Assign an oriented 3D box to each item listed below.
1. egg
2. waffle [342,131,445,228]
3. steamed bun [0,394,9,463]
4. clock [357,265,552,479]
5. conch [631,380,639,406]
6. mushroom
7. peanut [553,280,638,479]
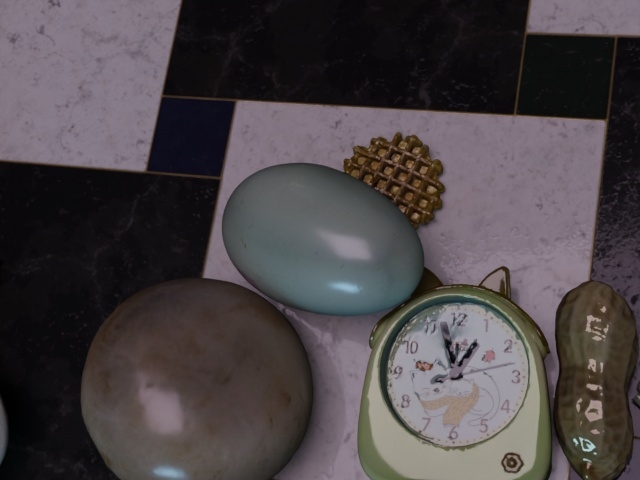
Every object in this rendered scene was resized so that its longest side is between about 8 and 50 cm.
[{"bbox_3d":[0.000,0.000,1.633,0.371,0.230,0.230,19,81,40],"label":"egg"},{"bbox_3d":[0.118,-0.094,1.744,0.191,0.038,0.191,-5,73,16],"label":"waffle"},{"bbox_3d":[-0.614,0.309,1.761,0.164,0.146,0.241,-15,89,-21],"label":"steamed bun"},{"bbox_3d":[0.211,0.211,1.591,0.286,0.117,0.348,0,74,17],"label":"clock"},{"bbox_3d":[0.548,0.209,1.485,0.200,0.131,0.172,3,77,16],"label":"conch"},{"bbox_3d":[-0.194,0.241,1.643,0.362,0.294,0.362,5,59,-9],"label":"mushroom"},{"bbox_3d":[0.405,0.210,1.530,0.120,0.136,0.298,-7,76,50],"label":"peanut"}]
